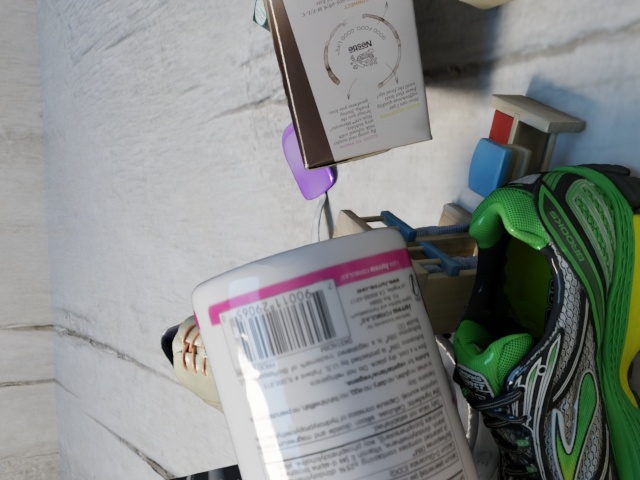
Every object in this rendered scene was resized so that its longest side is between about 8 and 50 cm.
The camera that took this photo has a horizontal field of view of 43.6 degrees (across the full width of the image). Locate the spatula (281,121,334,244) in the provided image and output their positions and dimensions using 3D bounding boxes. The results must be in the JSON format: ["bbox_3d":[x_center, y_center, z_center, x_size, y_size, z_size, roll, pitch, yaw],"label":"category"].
[{"bbox_3d":[0.000,0.000,0.952,0.084,0.030,0.296,-29,68,59],"label":"spatula"}]

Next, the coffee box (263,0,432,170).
[{"bbox_3d":[0.004,-0.235,0.690,0.168,0.118,0.297,-105,2,-62],"label":"coffee box"}]

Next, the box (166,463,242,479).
[{"bbox_3d":[-0.081,0.404,0.817,0.312,0.343,0.179,43,130,49],"label":"box"}]

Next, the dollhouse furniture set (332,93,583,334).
[{"bbox_3d":[0.103,-0.031,0.669,0.129,0.129,0.184,42,129,51],"label":"dollhouse furniture set"}]

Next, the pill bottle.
[{"bbox_3d":[0.022,0.146,0.562,0.160,0.160,0.283,-24,81,59],"label":"pill bottle"}]

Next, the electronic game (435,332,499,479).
[{"bbox_3d":[0.062,0.152,0.748,0.229,0.048,0.229,0,90,26],"label":"electronic game"}]

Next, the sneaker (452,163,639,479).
[{"bbox_3d":[0.152,0.117,0.584,0.134,0.146,0.344,7,100,60],"label":"sneaker"}]

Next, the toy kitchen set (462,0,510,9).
[{"bbox_3d":[0.171,-0.288,0.580,0.207,0.122,0.166,-8,85,40],"label":"toy kitchen set"}]

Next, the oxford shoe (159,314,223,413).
[{"bbox_3d":[-0.107,0.160,0.974,0.397,0.146,0.140,-15,57,66],"label":"oxford shoe"}]

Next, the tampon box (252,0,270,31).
[{"bbox_3d":[0.007,-0.289,0.840,0.120,0.101,0.161,45,131,50],"label":"tampon box"}]
